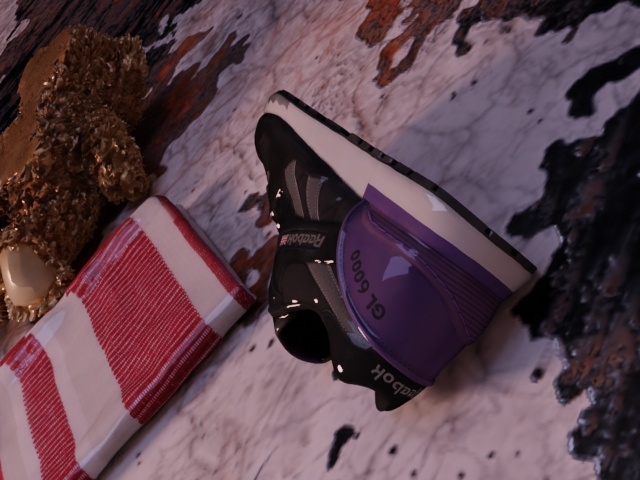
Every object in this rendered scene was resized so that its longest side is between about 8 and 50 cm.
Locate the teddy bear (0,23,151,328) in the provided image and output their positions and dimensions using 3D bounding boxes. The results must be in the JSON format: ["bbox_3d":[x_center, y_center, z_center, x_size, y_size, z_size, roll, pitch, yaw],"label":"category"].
[{"bbox_3d":[-0.256,-0.052,1.122,0.245,0.113,0.338,-36,37,28],"label":"teddy bear"}]

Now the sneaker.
[{"bbox_3d":[0.000,0.000,0.688,0.124,0.107,0.283,-53,28,3],"label":"sneaker"}]

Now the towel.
[{"bbox_3d":[-0.200,0.118,0.883,0.329,0.037,0.237,-47,29,0],"label":"towel"}]
